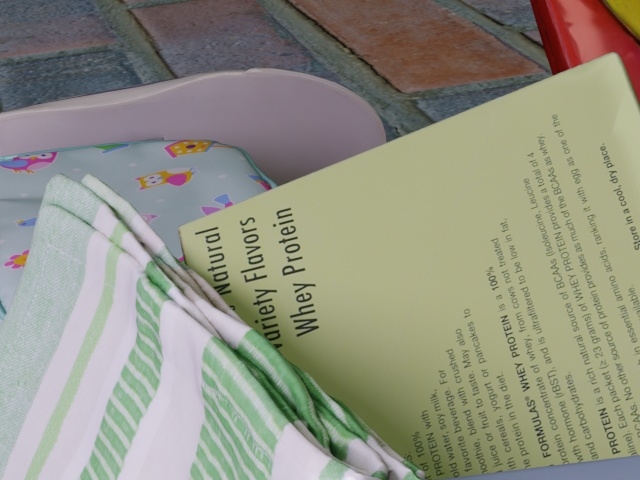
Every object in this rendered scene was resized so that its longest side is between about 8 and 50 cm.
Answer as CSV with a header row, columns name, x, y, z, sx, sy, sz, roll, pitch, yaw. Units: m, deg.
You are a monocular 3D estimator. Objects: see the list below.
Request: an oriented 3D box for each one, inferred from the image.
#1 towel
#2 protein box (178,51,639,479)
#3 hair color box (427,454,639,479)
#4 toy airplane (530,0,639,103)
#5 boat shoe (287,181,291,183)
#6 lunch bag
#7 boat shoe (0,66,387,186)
name,x,y,z,sx,sy,sz,roll,pitch,yaw
towel,-0.092,0.126,0.621,0.038,0.248,0.325,19,9,-31
protein box,0.073,0.067,0.660,0.201,0.136,0.200,-21,59,12
hair color box,0.104,0.224,0.384,0.113,0.185,0.374,-6,22,-5
toy airplane,0.245,-0.208,1.182,0.272,0.384,0.386,-13,19,5
boat shoe,0.000,0.000,1.143,0.063,0.066,0.184,-28,31,-18
lunch bag,-0.129,0.025,1.028,0.224,0.108,0.279,-10,25,-14
boat shoe,-0.126,-0.079,1.285,0.340,0.127,0.158,-3,9,-11
